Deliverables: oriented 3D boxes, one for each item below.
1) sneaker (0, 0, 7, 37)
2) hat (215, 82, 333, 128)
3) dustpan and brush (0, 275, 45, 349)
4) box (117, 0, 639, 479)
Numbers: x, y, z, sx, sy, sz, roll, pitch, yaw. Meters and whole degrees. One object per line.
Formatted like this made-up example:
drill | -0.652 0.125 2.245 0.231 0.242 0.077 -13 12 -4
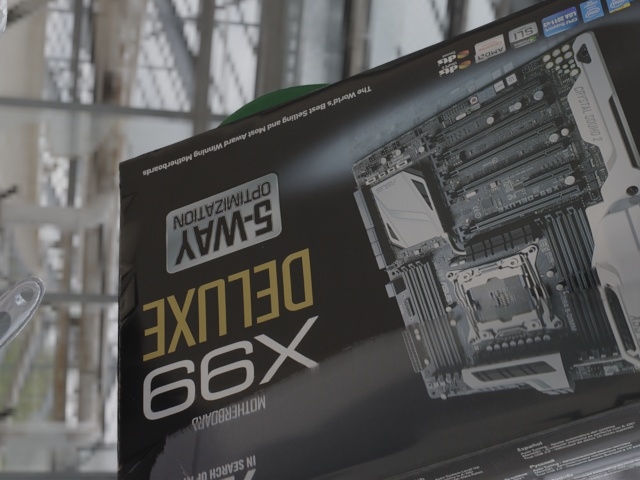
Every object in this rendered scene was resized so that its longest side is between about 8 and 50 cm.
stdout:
sneaker | -0.293 -0.076 0.576 0.182 0.315 0.127 -58 -165 36
hat | 0.000 0.000 1.176 0.184 0.173 0.208 78 -15 -49
dustpan and brush | -0.226 0.098 0.890 0.211 0.147 0.060 -47 180 2
box | 0.050 0.022 0.748 0.076 0.307 0.242 52 25 -46
